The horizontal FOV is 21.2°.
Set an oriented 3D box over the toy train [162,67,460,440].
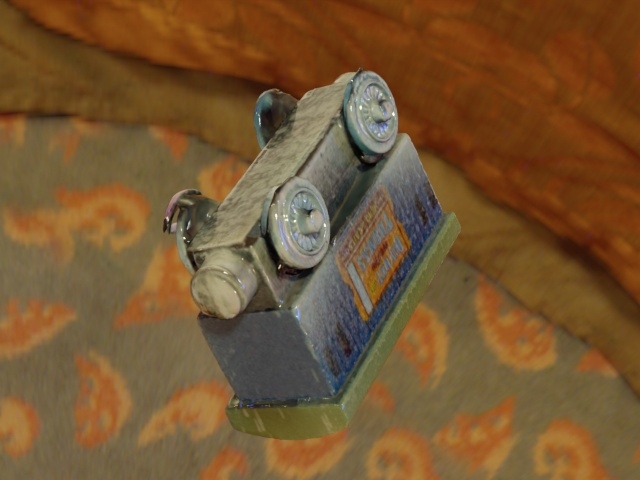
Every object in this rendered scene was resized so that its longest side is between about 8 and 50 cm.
[{"bbox_3d":[0.000,0.000,1.361,0.299,0.131,0.202,-55,128,-46],"label":"toy train"}]
